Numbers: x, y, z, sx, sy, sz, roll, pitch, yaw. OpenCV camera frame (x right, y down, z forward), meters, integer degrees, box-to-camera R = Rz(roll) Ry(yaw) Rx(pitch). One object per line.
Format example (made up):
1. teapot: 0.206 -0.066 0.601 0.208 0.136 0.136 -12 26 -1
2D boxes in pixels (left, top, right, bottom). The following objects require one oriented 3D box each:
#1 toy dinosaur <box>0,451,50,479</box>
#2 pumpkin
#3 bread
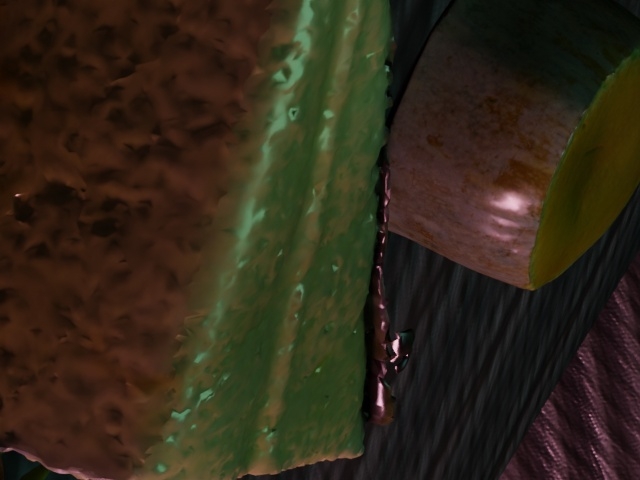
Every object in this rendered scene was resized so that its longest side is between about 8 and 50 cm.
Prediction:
1. toy dinosaur: -0.259 0.127 0.990 0.152 0.177 0.194 -20 -169 22
2. pumpkin: 0.220 -0.115 1.709 0.332 0.199 0.332 -53 160 -28
3. bread: -0.104 -0.067 0.769 0.242 0.346 0.405 -14 125 -56
